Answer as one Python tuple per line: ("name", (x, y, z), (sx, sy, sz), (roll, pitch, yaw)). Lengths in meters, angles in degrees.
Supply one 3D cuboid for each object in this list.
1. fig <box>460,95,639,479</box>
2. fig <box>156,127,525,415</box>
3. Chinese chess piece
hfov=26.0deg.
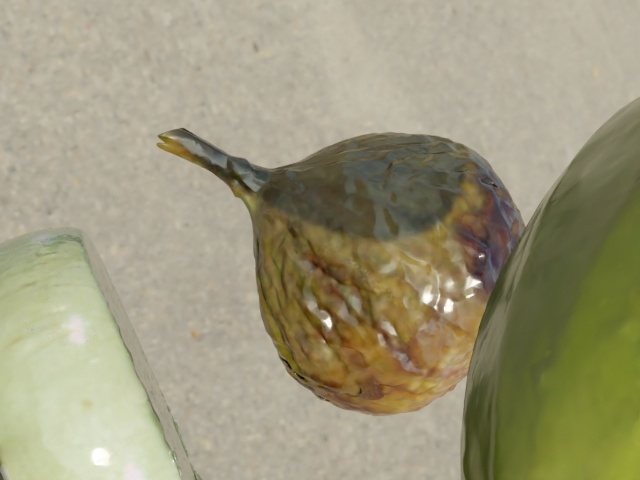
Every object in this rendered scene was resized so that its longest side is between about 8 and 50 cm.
("fig", (0.184, 0.074, 0.556), (0.316, 0.316, 0.316), (42, 39, -47))
("fig", (0.000, 0.000, 1.339), (0.368, 0.286, 0.286), (24, 45, -15))
("Chinese chess piece", (-0.219, 0.160, 1.275), (0.349, 0.146, 0.349), (156, -90, -85))
